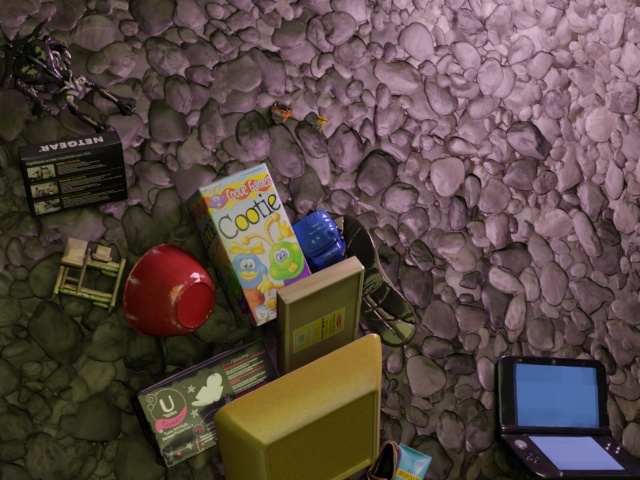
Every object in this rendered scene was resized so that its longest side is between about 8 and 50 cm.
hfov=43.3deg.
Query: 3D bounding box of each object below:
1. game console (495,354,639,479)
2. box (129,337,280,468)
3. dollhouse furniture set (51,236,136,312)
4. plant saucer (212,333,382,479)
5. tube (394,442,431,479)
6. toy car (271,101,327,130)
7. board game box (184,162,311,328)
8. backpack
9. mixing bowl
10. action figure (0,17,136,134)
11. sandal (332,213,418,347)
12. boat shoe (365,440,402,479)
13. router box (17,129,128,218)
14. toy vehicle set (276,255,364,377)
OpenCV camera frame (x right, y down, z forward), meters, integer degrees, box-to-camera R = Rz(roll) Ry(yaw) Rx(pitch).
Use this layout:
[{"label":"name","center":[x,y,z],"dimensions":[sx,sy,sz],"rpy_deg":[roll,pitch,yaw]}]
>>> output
[{"label":"game console","center":[0.541,0.382,1.734],"dimensions":[0.293,0.250,0.173],"rpy_deg":[5,107,-19]},{"label":"box","center":[-0.205,0.293,1.475],"dimensions":[0.247,0.163,0.142],"rpy_deg":[-22,87,-22]},{"label":"dollhouse furniture set","center":[-0.377,0.074,1.445],"dimensions":[0.181,0.161,0.101],"rpy_deg":[15,78,-16]},{"label":"plant saucer","center":[-0.013,0.363,1.467],"dimensions":[0.332,0.333,0.081],"rpy_deg":[-23,47,-21]},{"label":"tube","center":[0.161,0.525,1.639],"dimensions":[0.080,0.052,0.207],"rpy_deg":[30,68,-20]},{"label":"toy car","center":[-0.048,-0.248,1.670],"dimensions":[0.122,0.060,0.041],"rpy_deg":[19,108,-10]},{"label":"board game box","center":[-0.133,0.015,1.552],"dimensions":[0.142,0.144,0.275],"rpy_deg":[-23,90,-21]},{"label":"backpack","center":[0.000,0.000,1.578],"dimensions":[0.098,0.120,0.101],"rpy_deg":[-36,64,-4]},{"label":"mixing bowl","center":[-0.258,0.104,1.471],"dimensions":[0.181,0.098,0.182],"rpy_deg":[-22,121,-43]},{"label":"action figure","center":[-0.485,-0.287,1.475],"dimensions":[0.275,0.141,0.164],"rpy_deg":[36,74,-28]},{"label":"sandal","center":[0.088,0.088,1.648],"dimensions":[0.120,0.086,0.303],"rpy_deg":[-29,77,-2]},{"label":"boat shoe","center":[0.113,0.485,1.601],"dimensions":[0.066,0.066,0.183],"rpy_deg":[7,66,17]},{"label":"router box","center":[-0.447,-0.121,1.469],"dimensions":[0.178,0.133,0.046],"rpy_deg":[-13,44,-21]},{"label":"toy vehicle set","center":[-0.004,0.158,1.531],"dimensions":[0.166,0.267,0.035],"rpy_deg":[-22,52,-22]}]
